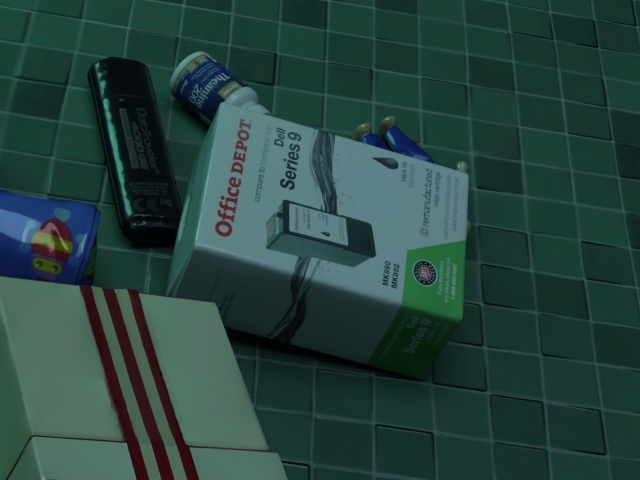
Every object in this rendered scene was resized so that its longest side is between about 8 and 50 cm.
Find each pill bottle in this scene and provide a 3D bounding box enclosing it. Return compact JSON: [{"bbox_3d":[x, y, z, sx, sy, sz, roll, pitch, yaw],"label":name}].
[{"bbox_3d":[-0.116,-0.165,1.830,0.120,0.067,0.067,39,50,21],"label":"pill bottle"}]

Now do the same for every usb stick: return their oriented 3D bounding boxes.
[{"bbox_3d":[-0.211,-0.107,1.767,0.077,0.045,0.278,2,47,-22],"label":"usb stick"}]

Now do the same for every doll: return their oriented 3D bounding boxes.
[{"bbox_3d":[0.118,-0.070,1.819,0.129,0.046,0.189,-17,54,-27],"label":"doll"}]

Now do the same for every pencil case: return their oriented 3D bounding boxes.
[{"bbox_3d":[-0.369,-0.007,1.576,0.306,0.119,0.133,13,2,-3],"label":"pencil case"}]

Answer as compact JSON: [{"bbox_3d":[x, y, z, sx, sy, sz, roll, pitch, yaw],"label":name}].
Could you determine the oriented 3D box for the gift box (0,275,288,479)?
[{"bbox_3d":[-0.192,0.218,1.329,0.255,0.276,0.258,5,41,-29],"label":"gift box"}]

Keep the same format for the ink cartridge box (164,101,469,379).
[{"bbox_3d":[0.000,0.000,1.640,0.289,0.121,0.211,15,50,-11],"label":"ink cartridge box"}]
